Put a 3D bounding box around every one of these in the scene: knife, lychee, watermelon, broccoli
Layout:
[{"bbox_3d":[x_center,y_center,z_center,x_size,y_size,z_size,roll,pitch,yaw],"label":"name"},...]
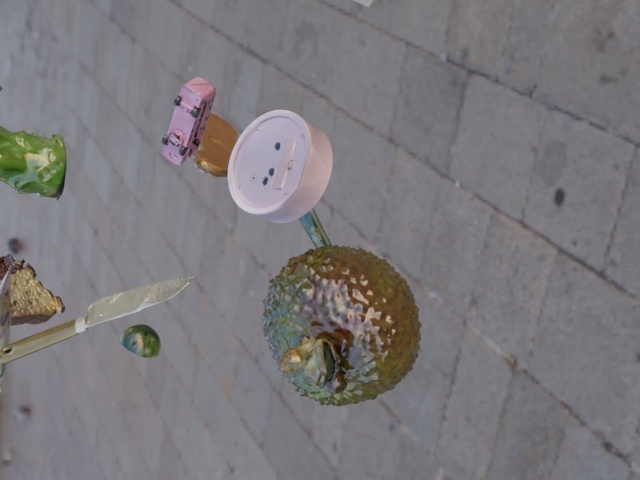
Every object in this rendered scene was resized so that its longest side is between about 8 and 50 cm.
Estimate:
[{"bbox_3d":[-0.300,0.099,1.337,0.047,0.297,0.017,-96,-20,-47],"label":"knife"},{"bbox_3d":[0.035,0.138,1.636,0.270,0.270,0.320,-54,13,51],"label":"lychee"},{"bbox_3d":[-0.436,0.241,2.481,0.062,0.105,0.105,-61,33,15],"label":"watermelon"},{"bbox_3d":[-0.491,-0.144,1.358,0.297,0.297,0.298,-22,65,60],"label":"broccoli"}]

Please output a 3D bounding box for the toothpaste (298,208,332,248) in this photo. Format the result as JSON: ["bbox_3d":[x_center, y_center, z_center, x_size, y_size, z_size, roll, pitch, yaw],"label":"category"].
[{"bbox_3d":[0.000,0.000,2.175,0.049,0.204,0.031,-10,39,27],"label":"toothpaste"}]

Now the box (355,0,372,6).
[{"bbox_3d":[0.002,-0.388,1.425,0.152,0.100,0.048,31,102,15],"label":"box"}]

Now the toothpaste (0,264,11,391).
[{"bbox_3d":[-0.499,0.151,1.542,0.058,0.056,0.314,53,144,17],"label":"toothpaste"}]

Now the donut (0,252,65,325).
[{"bbox_3d":[-0.606,0.112,1.936,0.187,0.126,0.144,51,121,21],"label":"donut"}]

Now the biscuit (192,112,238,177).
[{"bbox_3d":[-0.247,-0.224,2.482,0.047,0.216,0.340,-56,33,20],"label":"biscuit"}]

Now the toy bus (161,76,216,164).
[{"bbox_3d":[-0.288,-0.262,2.214,0.063,0.090,0.203,34,130,9],"label":"toy bus"}]

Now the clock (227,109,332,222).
[{"bbox_3d":[-0.074,-0.133,1.828,0.196,0.068,0.197,-14,67,35],"label":"clock"}]
